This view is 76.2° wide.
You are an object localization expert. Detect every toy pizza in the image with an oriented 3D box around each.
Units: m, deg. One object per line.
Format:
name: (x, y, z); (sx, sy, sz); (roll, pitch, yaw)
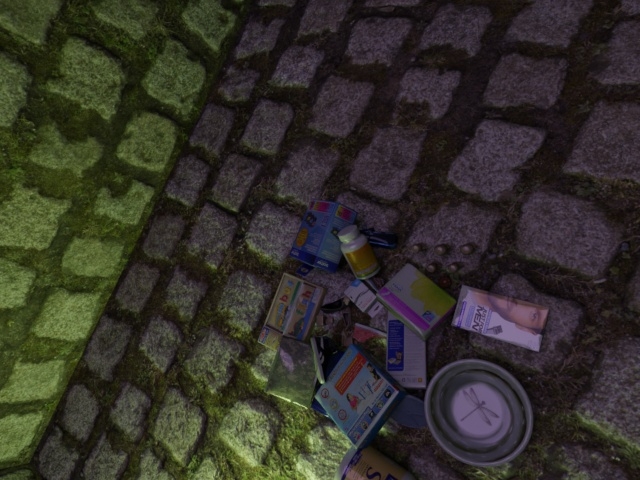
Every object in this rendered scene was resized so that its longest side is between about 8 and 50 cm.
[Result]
toy pizza: (0.379, 0.725, 1.751); (0.202, 0.032, 0.201); (11, 123, 18)

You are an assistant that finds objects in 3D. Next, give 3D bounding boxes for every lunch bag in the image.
lunch bag: (-0.113, 0.619, 1.979); (0.236, 0.169, 0.286); (18, 93, 8)

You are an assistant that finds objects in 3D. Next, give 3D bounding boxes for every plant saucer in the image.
plant saucer: (0.624, 0.678, 1.637); (0.401, 0.100, 0.399); (-5, 75, 19)

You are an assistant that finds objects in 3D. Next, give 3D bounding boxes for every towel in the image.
towel: (0.096, 0.686, 1.923); (0.228, 0.076, 0.308); (14, 81, 41)

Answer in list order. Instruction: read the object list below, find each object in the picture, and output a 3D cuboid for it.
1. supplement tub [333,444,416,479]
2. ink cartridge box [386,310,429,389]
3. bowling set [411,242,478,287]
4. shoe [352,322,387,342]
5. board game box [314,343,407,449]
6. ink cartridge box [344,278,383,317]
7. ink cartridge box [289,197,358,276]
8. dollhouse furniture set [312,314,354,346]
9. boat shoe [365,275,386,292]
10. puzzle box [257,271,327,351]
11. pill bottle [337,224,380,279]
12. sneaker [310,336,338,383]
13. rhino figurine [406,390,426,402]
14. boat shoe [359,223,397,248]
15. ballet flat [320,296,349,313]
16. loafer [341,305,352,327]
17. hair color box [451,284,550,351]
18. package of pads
supplement tub: (0.245, 1.021, 1.681); (0.332, 0.241, 0.240); (22, 88, 31)
ink cartridge box: (0.386, 0.472, 1.822); (0.176, 0.069, 0.370); (-9, 58, 26)
bowling set: (0.551, 0.103, 1.839); (0.287, 0.154, 0.199); (4, 98, 27)
shoe: (0.235, 0.453, 1.942); (0.178, 0.064, 0.081); (12, 84, 35)
board game box: (0.166, 0.665, 1.765); (0.302, 0.086, 0.308); (40, 99, 41)
ink cartridge box: (0.216, 0.280, 1.995); (0.104, 0.060, 0.180); (-50, 60, 7)
ink cartridge box: (0.000, 0.000, 2.079); (0.270, 0.151, 0.395); (16, 86, 58)
dollhouse furniture set: (0.061, 0.442, 2.011); (0.182, 0.101, 0.160); (-9, 73, 26)
boat shoe: (0.282, 0.208, 1.976); (0.183, 0.066, 0.066); (42, 97, 30)
puzzle box: (-0.151, 0.397, 2.165); (0.272, 0.052, 0.408); (18, 86, 31)
pill bottle: (0.180, 0.054, 1.959); (0.137, 0.136, 0.245); (-20, 111, 22)
sneaker: (0.032, 0.537, 1.871); (0.121, 0.079, 0.216); (-6, 55, -13)
rhino figurine: (0.364, 0.647, 1.810); (0.244, 0.073, 0.106); (-2, 53, 28)
boat shoe: (0.256, -0.021, 2.045); (0.259, 0.109, 0.088); (14, 76, 14)
ballet flat: (0.075, 0.326, 2.046); (0.173, 0.049, 0.057); (-30, 46, 31)
loafer: (0.130, 0.370, 2.029); (0.045, 0.039, 0.125); (-21, 68, 23)
hair color box: (0.737, 0.317, 1.684); (0.339, 0.110, 0.185); (14, 82, 28)
package of pads: (0.428, 0.265, 1.824); (0.229, 0.101, 0.296); (-42, 58, -12)
